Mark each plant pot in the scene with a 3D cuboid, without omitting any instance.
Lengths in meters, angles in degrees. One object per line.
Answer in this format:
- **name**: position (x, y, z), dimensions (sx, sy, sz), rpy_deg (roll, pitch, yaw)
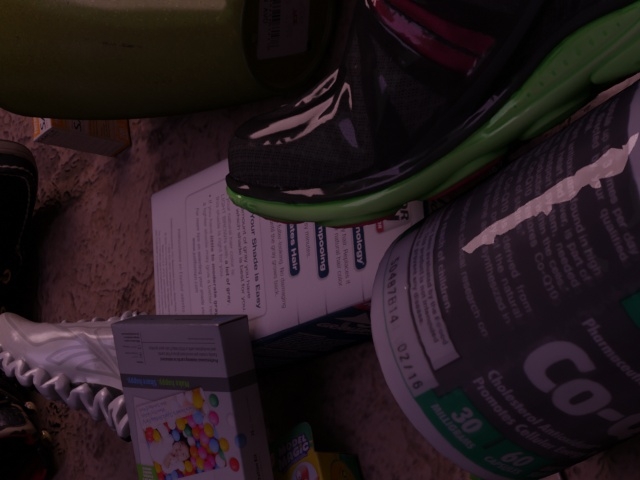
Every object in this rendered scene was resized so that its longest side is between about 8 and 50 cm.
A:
- **plant pot**: position (-0.143, -0.222, 1.560), dimensions (0.293, 0.275, 0.275), rpy_deg (16, 95, 34)

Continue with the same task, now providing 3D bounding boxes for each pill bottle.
- **pill bottle**: position (0.218, 0.007, 1.102), dimensions (0.361, 0.204, 0.204), rpy_deg (-34, 58, 41)

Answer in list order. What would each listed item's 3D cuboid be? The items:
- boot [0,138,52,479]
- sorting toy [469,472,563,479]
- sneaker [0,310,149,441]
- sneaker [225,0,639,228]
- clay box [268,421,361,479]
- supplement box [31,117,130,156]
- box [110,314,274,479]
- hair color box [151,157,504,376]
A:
- **boot**: position (-0.363, 0.111, 1.814), dimensions (0.377, 0.138, 0.284), rpy_deg (-57, 44, 30)
- **sorting toy**: position (0.146, 0.176, 1.300), dimensions (0.083, 0.012, 0.062), rpy_deg (-41, 54, 36)
- **sneaker**: position (-0.200, 0.117, 1.639), dimensions (0.292, 0.110, 0.118), rpy_deg (21, 88, 32)
- **sneaker**: position (0.107, -0.163, 1.130), dimensions (0.483, 0.185, 0.202), rpy_deg (-33, 90, 36)
- **clay box**: position (-0.008, 0.275, 1.429), dimensions (0.127, 0.053, 0.222), rpy_deg (-36, 56, 38)
- **supplement box**: position (-0.247, -0.127, 1.758), dimensions (0.036, 0.098, 0.062), rpy_deg (-30, 61, 42)
- **box**: position (-0.106, 0.157, 1.448), dimensions (0.145, 0.038, 0.186), rpy_deg (-2, 101, 46)
- **hair color box**: position (0.000, 0.000, 1.436), dimensions (0.347, 0.105, 0.174), rpy_deg (-22, 67, 46)
